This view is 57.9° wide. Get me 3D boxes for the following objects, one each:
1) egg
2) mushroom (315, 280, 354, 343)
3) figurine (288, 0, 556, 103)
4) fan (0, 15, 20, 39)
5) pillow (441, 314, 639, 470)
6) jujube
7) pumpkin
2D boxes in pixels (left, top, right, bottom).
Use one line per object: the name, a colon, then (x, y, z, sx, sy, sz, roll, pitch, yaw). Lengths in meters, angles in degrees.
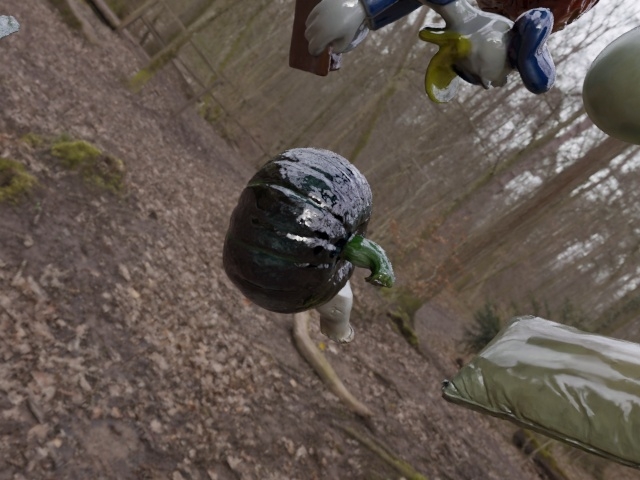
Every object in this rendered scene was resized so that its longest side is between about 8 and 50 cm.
egg: (0.316, -0.142, 0.517, 0.114, 0.152, 0.114, -4, 90, -77)
mushroom: (0.017, 0.123, 1.142, 0.116, 0.093, 0.225, 57, -21, 33)
figurine: (0.094, -0.254, 0.571, 0.338, 0.283, 0.204, 43, 8, 2)
fan: (-0.177, -0.039, 0.211, 0.113, 0.175, 0.005, 37, -35, -5)
pillow: (0.285, 0.144, 0.563, 0.303, 0.185, 0.074, 10, -61, 44)
jujube: (0.388, -0.471, 0.986, 0.213, 0.232, 0.213, 43, 8, -8)
pumpkin: (0.000, 0.000, 0.824, 0.248, 0.248, 0.248, 56, 0, 0)
